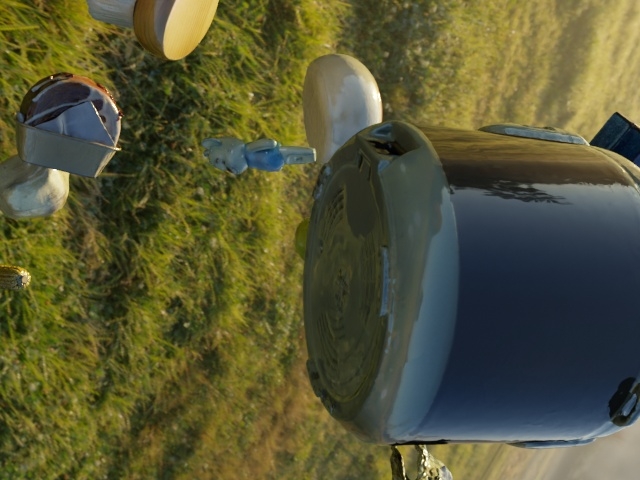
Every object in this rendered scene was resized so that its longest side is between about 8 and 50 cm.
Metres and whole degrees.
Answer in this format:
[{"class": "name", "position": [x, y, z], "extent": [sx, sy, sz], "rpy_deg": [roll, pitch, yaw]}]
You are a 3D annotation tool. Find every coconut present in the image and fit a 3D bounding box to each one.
[{"class": "coconut", "position": [-0.818, -0.161, 1.725], "extent": [0.224, 0.224, 0.224], "rpy_deg": [-36, 142, -35]}]

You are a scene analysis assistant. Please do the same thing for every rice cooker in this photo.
[{"class": "rice cooker", "position": [0.164, 0.042, 0.624], "extent": [0.325, 0.335, 0.335], "rpy_deg": [3, 119, -16]}]

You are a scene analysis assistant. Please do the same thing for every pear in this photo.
[{"class": "pear", "position": [0.000, 0.000, 1.011], "extent": [0.097, 0.092, 0.092], "rpy_deg": [-88, -176, -56]}]

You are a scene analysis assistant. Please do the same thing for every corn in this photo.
[{"class": "corn", "position": [-0.878, 0.102, 1.667], "extent": [0.068, 0.207, 0.068], "rpy_deg": [-3, 93, -57]}]

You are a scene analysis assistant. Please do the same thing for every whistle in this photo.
[{"class": "whistle", "position": [-0.127, -0.173, 1.244], "extent": [0.114, 0.236, 0.077], "rpy_deg": [81, 13, -64]}]

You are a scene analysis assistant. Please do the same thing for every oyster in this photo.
[{"class": "oyster", "position": [0.184, 0.490, 1.072], "extent": [0.158, 0.351, 0.162], "rpy_deg": [-28, 106, -1]}]

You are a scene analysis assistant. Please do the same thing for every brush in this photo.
[{"class": "brush", "position": [-0.272, -0.463, 1.046], "extent": [0.266, 0.166, 0.174], "rpy_deg": [-56, 175, 29]}]

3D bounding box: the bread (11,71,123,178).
[{"class": "bread", "position": [-0.550, -0.256, 1.319], "extent": [0.224, 0.142, 0.211], "rpy_deg": [12, 103, -38]}]

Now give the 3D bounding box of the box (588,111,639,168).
[{"class": "box", "position": [0.547, -0.055, 1.091], "extent": [0.261, 0.116, 0.279], "rpy_deg": [17, 123, -27]}]

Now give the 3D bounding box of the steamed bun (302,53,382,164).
[{"class": "steamed bun", "position": [0.064, -0.332, 1.532], "extent": [0.177, 0.283, 0.283], "rpy_deg": [-10, 130, -13]}]
